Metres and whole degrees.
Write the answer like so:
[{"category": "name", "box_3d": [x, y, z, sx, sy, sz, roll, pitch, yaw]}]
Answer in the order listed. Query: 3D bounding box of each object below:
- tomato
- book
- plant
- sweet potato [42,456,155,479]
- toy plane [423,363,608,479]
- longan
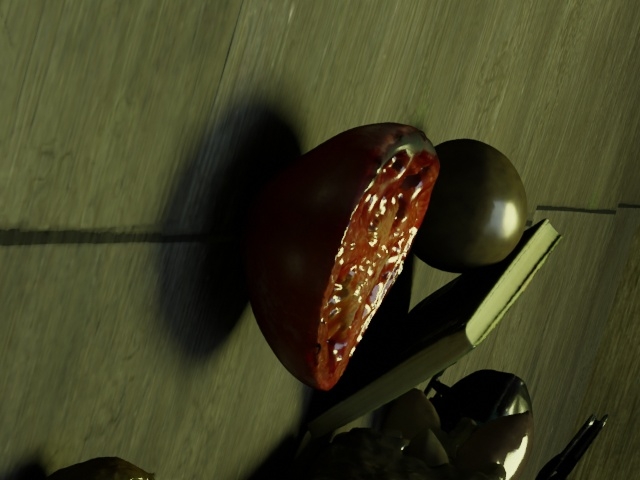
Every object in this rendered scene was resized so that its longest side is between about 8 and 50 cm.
[{"category": "tomato", "box_3d": [0.003, -0.008, 0.935, 0.166, 0.082, 0.174, -61, 165, -20]}, {"category": "book", "box_3d": [0.091, 0.066, 1.243, 0.160, 0.024, 0.228, -34, -176, 31]}, {"category": "plant", "box_3d": [0.059, 0.219, 1.169, 0.194, 0.182, 0.321, -68, 170, 17]}, {"category": "sweet potato", "box_3d": [-0.146, 0.175, 0.712, 0.233, 0.062, 0.081, -42, 131, -52]}, {"category": "toy plane", "box_3d": [0.115, 0.242, 1.448, 0.381, 0.155, 0.106, -62, 171, 32]}, {"category": "longan", "box_3d": [0.106, -0.028, 1.231, 0.119, 0.106, 0.106, -127, -135, -60]}]
